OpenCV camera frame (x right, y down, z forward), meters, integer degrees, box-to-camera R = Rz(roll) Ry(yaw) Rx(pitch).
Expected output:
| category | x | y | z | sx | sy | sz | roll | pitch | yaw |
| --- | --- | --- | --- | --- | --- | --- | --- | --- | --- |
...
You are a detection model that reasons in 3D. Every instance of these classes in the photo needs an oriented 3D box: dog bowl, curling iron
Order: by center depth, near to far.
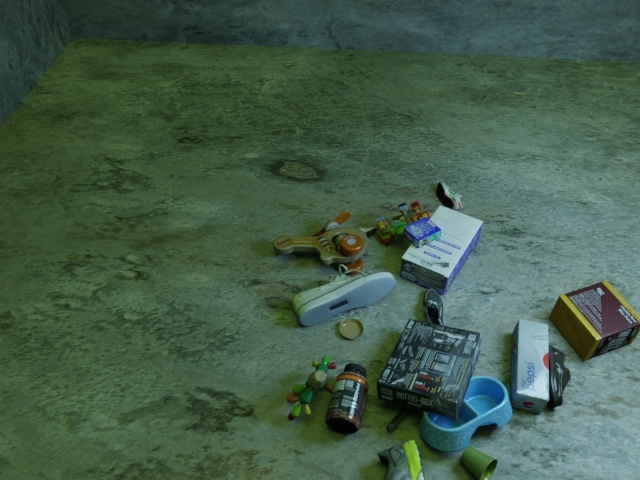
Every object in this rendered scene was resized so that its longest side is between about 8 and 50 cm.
| category | x | y | z | sx | sy | sz | roll | pitch | yaw |
| --- | --- | --- | --- | --- | --- | --- | --- | --- | --- |
| dog bowl | 0.429 | 0.499 | 1.670 | 0.297 | 0.074 | 0.166 | -20 | 33 | -19 |
| curling iron | 0.280 | 0.482 | 1.742 | 0.068 | 0.035 | 0.274 | 24 | 50 | 26 |

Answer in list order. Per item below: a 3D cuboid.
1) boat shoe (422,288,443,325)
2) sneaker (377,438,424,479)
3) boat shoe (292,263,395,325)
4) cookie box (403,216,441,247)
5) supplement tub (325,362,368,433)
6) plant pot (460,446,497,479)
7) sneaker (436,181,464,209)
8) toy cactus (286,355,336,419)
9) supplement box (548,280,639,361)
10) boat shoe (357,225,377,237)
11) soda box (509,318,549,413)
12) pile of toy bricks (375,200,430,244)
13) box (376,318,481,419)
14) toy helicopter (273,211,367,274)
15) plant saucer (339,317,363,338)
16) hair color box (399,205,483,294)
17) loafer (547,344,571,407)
| category | x | y | z | sx | sy | sz | roll | pitch | yaw |
| --- | --- | --- | --- | --- | --- | --- | --- | --- | --- |
| boat shoe | 0.394 | 0.238 | 1.954 | 0.075 | 0.065 | 0.206 | 4 | 46 | 3 |
| sneaker | 0.227 | 0.688 | 1.512 | 0.121 | 0.111 | 0.300 | -11 | 41 | 3 |
| boat shoe | 0.072 | 0.167 | 1.990 | 0.367 | 0.136 | 0.156 | -23 | 47 | -8 |
| cookie box | 0.376 | -0.030 | 2.086 | 0.107 | 0.040 | 0.092 | -25 | 48 | -20 |
| supplement tub | 0.086 | 0.470 | 1.704 | 0.106 | 0.106 | 0.198 | 11 | 47 | 10 |
| plant pot | 0.439 | 0.622 | 1.586 | 0.083 | 0.083 | 0.079 | -32 | 42 | -27 |
| sneaker | 0.547 | -0.185 | 2.377 | 0.075 | 0.057 | 0.161 | 0 | 42 | -23 |
| toy cactus | -0.016 | 0.436 | 1.696 | 0.112 | 0.180 | 0.219 | 42 | 62 | 9 |
| supplement box | 0.916 | 0.265 | 1.886 | 0.194 | 0.129 | 0.191 | -16 | 48 | -14 |
| boat shoe | 0.158 | -0.031 | 2.221 | 0.135 | 0.050 | 0.045 | -22 | 56 | -20 |
| soda box | 0.661 | 0.392 | 1.790 | 0.098 | 0.091 | 0.286 | 12 | 47 | 10 |
| pile of toy bricks | 0.311 | -0.058 | 2.162 | 0.212 | 0.118 | 0.105 | -21 | 44 | 16 |
| box | 0.340 | 0.382 | 1.739 | 0.242 | 0.076 | 0.307 | 8 | 35 | 25 |
| toy helicopter | 0.000 | 0.000 | 2.138 | 0.355 | 0.140 | 0.235 | -1 | 45 | 4 |
| plant saucer | 0.105 | 0.302 | 1.926 | 0.083 | 0.015 | 0.083 | 0 | 47 | 0 |
| hair color box | 0.456 | 0.029 | 2.126 | 0.185 | 0.110 | 0.339 | 24 | 49 | 23 |
| loafer | 0.744 | 0.423 | 1.768 | 0.078 | 0.080 | 0.220 | 10 | 47 | 10 |
